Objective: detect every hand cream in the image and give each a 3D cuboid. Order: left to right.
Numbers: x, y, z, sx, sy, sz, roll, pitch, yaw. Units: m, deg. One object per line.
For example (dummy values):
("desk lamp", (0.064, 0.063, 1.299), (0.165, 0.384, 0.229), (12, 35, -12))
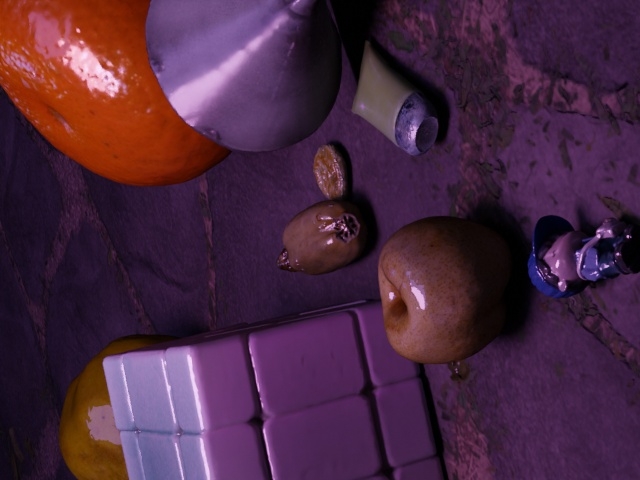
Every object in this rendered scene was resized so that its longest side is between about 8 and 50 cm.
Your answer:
("hand cream", (0.085, -0.162, 1.648), (0.175, 0.046, 0.095), (-130, 43, -52))

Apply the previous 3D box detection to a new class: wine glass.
("wine glass", (-0.006, -0.282, 1.537), (0.406, 0.267, 0.267), (-29, 76, 60))

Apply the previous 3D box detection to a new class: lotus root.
("lotus root", (0.001, 0.000, 1.834), (0.183, 0.077, 0.090), (-32, 66, 58))

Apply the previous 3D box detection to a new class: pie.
("pie", (0.015, -0.089, 1.832), (0.084, 0.021, 0.084), (43, 141, 49))

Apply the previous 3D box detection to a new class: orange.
("orange", (-0.262, -0.277, 1.911), (0.424, 0.326, 0.424), (35, 161, 14))

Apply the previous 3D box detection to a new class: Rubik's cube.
("Rubik's cube", (-0.062, 0.262, 1.807), (0.322, 0.319, 0.315), (-16, 87, 61))

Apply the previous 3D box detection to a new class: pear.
("pear", (-0.258, 0.319, 2.261), (0.375, 0.287, 0.287), (54, 147, 14))
("pear", (0.137, 0.054, 1.547), (0.167, 0.137, 0.167), (41, 138, 52))

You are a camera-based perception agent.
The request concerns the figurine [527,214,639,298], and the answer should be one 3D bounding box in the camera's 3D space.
("figurine", (0.267, 0.019, 1.378), (0.136, 0.077, 0.079), (2, 139, 46))
